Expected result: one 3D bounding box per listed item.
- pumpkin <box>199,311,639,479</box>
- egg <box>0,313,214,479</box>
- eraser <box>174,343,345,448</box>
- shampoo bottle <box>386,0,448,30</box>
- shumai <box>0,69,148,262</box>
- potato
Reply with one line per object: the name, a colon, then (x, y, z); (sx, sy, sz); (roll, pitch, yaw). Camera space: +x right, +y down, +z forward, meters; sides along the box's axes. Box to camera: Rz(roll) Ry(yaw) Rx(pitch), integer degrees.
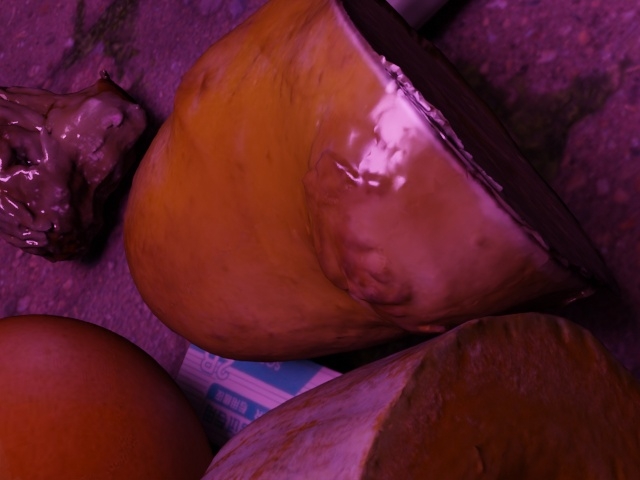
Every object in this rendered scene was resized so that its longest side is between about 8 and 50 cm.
pumpkin: (0.071, 0.213, 0.751); (0.199, 0.332, 0.332); (-20, 62, 46)
egg: (-0.215, 0.229, 0.989); (0.283, 0.283, 0.351); (11, 104, 40)
eraser: (-0.026, 0.139, 1.032); (0.225, 0.052, 0.095); (19, 84, 41)
shampoo bottle: (0.105, -0.273, 1.064); (0.359, 0.078, 0.134); (-43, 42, 18)
shumai: (-0.256, -0.096, 1.233); (0.175, 0.166, 0.206); (-43, 77, 7)
potato: (0.000, 0.000, 0.904); (0.296, 0.290, 0.397); (-42, 29, 15)
